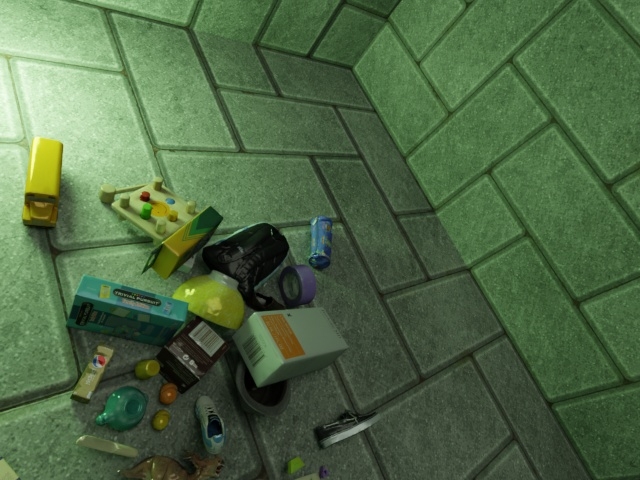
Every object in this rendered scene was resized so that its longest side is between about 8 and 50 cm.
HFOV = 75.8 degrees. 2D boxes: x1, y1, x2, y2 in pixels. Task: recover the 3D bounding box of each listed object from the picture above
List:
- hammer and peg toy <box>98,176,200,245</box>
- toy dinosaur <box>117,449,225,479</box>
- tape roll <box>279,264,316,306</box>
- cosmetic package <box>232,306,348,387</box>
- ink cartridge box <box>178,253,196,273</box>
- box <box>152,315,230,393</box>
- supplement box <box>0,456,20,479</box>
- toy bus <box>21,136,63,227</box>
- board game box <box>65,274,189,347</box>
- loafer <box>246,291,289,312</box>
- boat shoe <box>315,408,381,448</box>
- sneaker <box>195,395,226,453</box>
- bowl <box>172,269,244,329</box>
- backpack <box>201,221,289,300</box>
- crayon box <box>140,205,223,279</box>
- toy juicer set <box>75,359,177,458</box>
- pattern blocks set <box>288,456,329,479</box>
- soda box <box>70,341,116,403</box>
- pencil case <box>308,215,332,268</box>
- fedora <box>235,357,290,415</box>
[{"bbox_3d":[-0.712,-0.160,1.709,0.361,0.127,0.266,35,39,5],"label":"hammer and peg toy"},{"bbox_3d":[-0.475,0.731,1.291,0.295,0.127,0.200,29,46,-13],"label":"toy dinosaur"},{"bbox_3d":[-0.108,0.208,1.914,0.080,0.189,0.189,-4,62,-40],"label":"tape roll"},{"bbox_3d":[-0.106,0.413,1.669,0.453,0.161,0.230,8,41,-56],"label":"cosmetic package"},{"bbox_3d":[-0.585,0.049,1.746,0.109,0.063,0.151,23,49,-22],"label":"ink cartridge box"},{"bbox_3d":[-0.466,0.409,1.471,0.168,0.203,0.167,44,43,-2],"label":"box"},{"bbox_3d":[-0.865,0.641,1.092,0.083,0.056,0.083,49,43,2],"label":"supplement box"},{"bbox_3d":[-1.033,-0.215,1.537,0.108,0.130,0.333,7,56,-35],"label":"toy bus"},{"bbox_3d":[-0.656,0.250,1.401,0.335,0.254,0.079,22,47,-25],"label":"board game box"},{"bbox_3d":[-0.224,0.296,1.837,0.219,0.078,0.080,26,47,-20],"label":"loafer"},{"bbox_3d":[0.119,0.770,1.739,0.306,0.113,0.105,-12,61,-26],"label":"boat shoe"},{"bbox_3d":[-0.375,0.616,1.419,0.085,0.086,0.237,9,20,-32],"label":"sneaker"},{"bbox_3d":[-0.401,0.208,1.586,0.289,0.289,0.156,30,84,-18],"label":"bowl"},{"bbox_3d":[-0.307,0.070,1.840,0.290,0.273,0.355,46,63,2],"label":"backpack"},{"bbox_3d":[-0.536,0.022,1.610,0.083,0.203,0.323,43,46,-4],"label":"crayon box"},{"bbox_3d":[-0.606,0.571,1.343,0.209,0.089,0.329,55,38,-19],"label":"toy juicer set"},{"bbox_3d":[-0.043,0.929,1.476,0.324,0.026,0.286,0,58,-60],"label":"pattern blocks set"},{"bbox_3d":[-0.739,0.430,1.344,0.058,0.061,0.181,28,46,-18],"label":"soda box"},{"bbox_3d":[0.000,0.000,2.201,0.133,0.119,0.306,50,32,-43],"label":"pencil case"},{"bbox_3d":[-0.240,0.565,1.588,0.243,0.124,0.276,31,32,-20],"label":"fedora"}]
